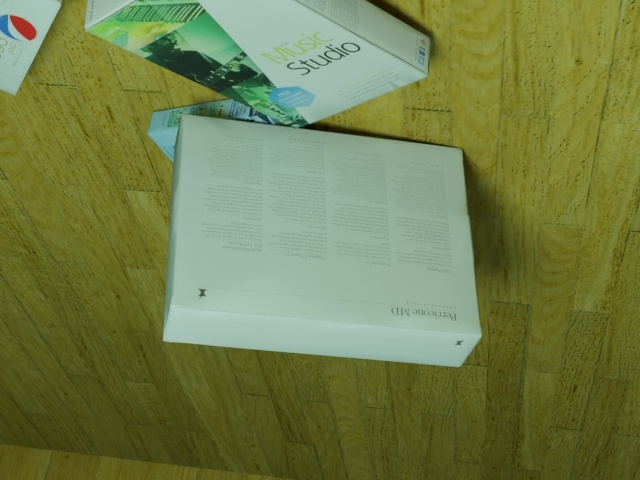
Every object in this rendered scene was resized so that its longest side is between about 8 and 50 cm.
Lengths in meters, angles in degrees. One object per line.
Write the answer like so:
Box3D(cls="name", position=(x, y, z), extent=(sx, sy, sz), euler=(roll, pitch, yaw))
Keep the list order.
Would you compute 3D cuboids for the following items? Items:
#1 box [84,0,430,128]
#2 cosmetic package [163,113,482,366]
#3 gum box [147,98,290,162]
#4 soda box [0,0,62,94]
Box3D(cls="box", position=(-0.068, -0.232, 1.326), extent=(0.322, 0.058, 0.232), euler=(23, 153, -37))
Box3D(cls="cosmetic package", position=(0.000, 0.000, 1.478), extent=(0.377, 0.284, 0.097), euler=(6, 144, -11))
Box3D(cls="gum box", position=(-0.115, -0.127, 1.602), extent=(0.184, 0.041, 0.157), euler=(-6, 146, 25))
Box3D(cls="soda box", position=(-0.360, -0.264, 1.410), extent=(0.069, 0.074, 0.216), euler=(22, 148, -19))
